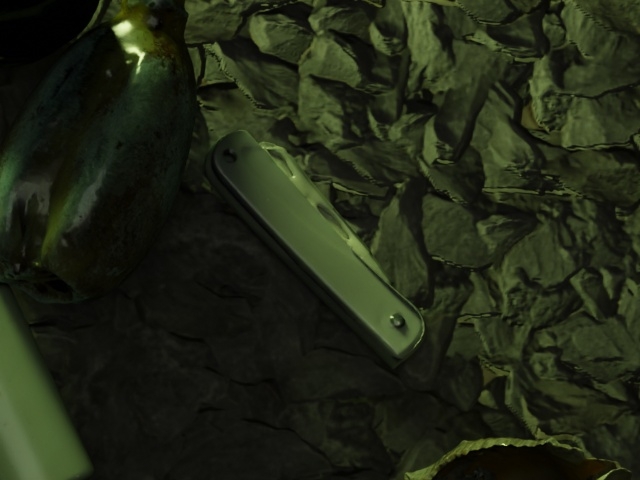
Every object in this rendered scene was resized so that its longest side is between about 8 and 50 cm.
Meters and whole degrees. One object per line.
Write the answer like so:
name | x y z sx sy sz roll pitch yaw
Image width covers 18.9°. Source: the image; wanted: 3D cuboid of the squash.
squash | -0.285 -0.252 1.681 0.172 0.218 0.218 -10 82 -30

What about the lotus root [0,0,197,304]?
lotus root | -0.189 -0.093 1.712 0.158 0.140 0.322 16 71 21

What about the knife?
knife | -0.002 0.003 1.761 0.073 0.040 0.265 -41 88 -19

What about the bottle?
bottle | -0.293 0.117 1.682 0.104 0.104 0.245 -25 86 -9

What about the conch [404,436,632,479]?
conch | 0.168 0.246 1.674 0.178 0.245 0.163 28 41 -26
